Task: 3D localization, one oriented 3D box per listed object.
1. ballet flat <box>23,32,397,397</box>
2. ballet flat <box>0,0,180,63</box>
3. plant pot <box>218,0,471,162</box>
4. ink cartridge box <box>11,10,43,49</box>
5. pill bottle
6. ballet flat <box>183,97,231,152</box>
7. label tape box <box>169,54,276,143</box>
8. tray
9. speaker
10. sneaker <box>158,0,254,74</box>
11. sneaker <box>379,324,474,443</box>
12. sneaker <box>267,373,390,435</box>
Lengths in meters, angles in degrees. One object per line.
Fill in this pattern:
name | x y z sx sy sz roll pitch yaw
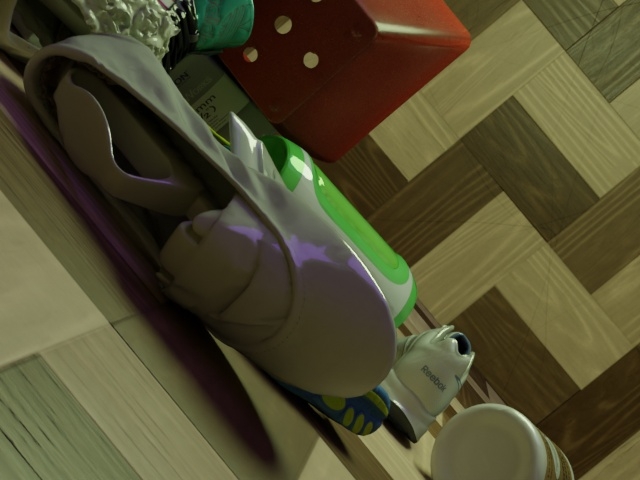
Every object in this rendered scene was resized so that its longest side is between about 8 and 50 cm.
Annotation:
ballet flat | -0.107 -0.020 1.139 0.400 0.139 0.139 48 4 23
ballet flat | -0.261 -0.240 1.228 0.409 0.147 0.147 43 9 -50
plant pot | -0.008 -0.273 1.844 0.267 0.267 0.236 52 18 7
ink cartridge box | -0.297 -0.273 1.468 0.175 0.072 0.127 51 6 14
pill bottle | 0.223 0.279 1.672 0.131 0.131 0.229 53 6 31
ballet flat | -0.128 -0.080 1.589 0.231 0.077 0.077 52 -8 39
label tape box | -0.220 -0.260 1.836 0.249 0.115 0.348 53 4 31
tray | -0.055 -0.028 1.469 0.270 0.030 0.145 64 20 -77
speaker | 0.000 0.000 1.797 0.296 0.131 0.131 46 6 -37
sneaker | -0.159 -0.236 1.624 0.178 0.124 0.295 3 45 -21
sneaker | 0.133 0.161 1.760 0.111 0.129 0.297 48 4 -4
sneaker | -0.014 0.111 1.295 0.188 0.067 0.078 45 -14 -33
